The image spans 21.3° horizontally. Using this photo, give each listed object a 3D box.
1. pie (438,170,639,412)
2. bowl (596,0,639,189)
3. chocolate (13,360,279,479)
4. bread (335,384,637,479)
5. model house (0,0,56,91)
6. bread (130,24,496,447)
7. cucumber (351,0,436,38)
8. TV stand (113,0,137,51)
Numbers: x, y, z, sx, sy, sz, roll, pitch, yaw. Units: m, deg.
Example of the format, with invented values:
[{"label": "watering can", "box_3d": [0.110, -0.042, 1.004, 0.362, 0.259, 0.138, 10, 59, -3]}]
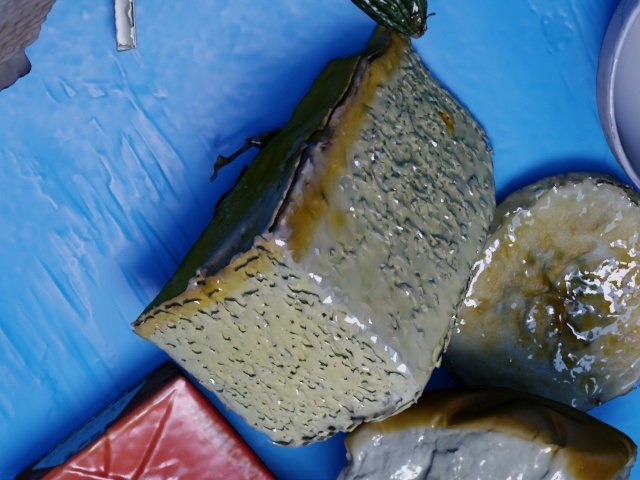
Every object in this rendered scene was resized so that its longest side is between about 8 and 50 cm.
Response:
[{"label": "pie", "box_3d": [0.239, 0.057, 1.705, 0.274, 0.055, 0.274, -3, 110, -9]}, {"label": "bowl", "box_3d": [0.386, -0.162, 1.604, 0.287, 0.144, 0.287, -3, 109, -9]}, {"label": "chocolate", "box_3d": [-0.158, 0.265, 1.683, 0.235, 0.108, 0.237, -38, 110, 5]}, {"label": "bread", "box_3d": [0.159, 0.251, 1.621, 0.279, 0.250, 0.225, 2, 80, 24]}, {"label": "model house", "box_3d": [-0.386, -0.226, 1.423, 0.298, 0.243, 0.284, 37, 128, 6]}, {"label": "bread", "box_3d": [0.000, 0.000, 1.600, 0.248, 0.315, 0.279, 43, 130, -17]}, {"label": "cucumber", "box_3d": [0.008, -0.286, 1.536, 0.265, 0.077, 0.077, 39, 99, -22]}, {"label": "TV stand", "box_3d": [-0.177, -0.293, 1.518, 0.042, 0.036, 0.249, -5, 110, -10]}]
